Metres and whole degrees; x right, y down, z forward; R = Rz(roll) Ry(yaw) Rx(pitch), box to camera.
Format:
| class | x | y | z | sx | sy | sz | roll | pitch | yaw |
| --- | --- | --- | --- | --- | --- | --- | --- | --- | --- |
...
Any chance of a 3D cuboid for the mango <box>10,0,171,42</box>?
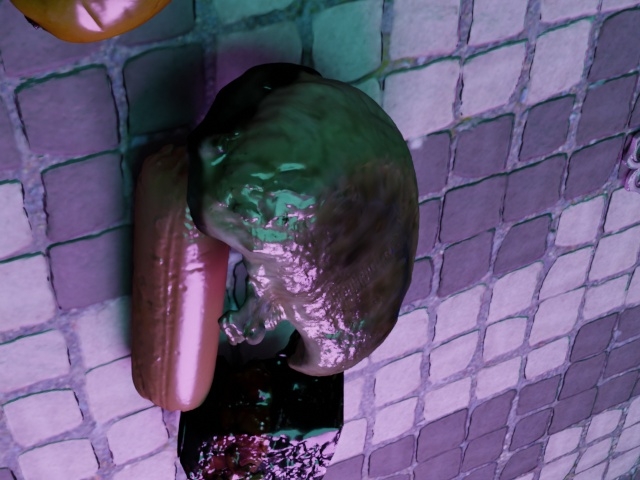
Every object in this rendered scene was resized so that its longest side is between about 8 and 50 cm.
| class | x | y | z | sx | sy | sz | roll | pitch | yaw |
| --- | --- | --- | --- | --- | --- | --- | --- | --- | --- |
| mango | -0.122 | -0.245 | 0.586 | 0.138 | 0.113 | 0.253 | 6 | 116 | -32 |

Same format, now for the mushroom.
| class | x | y | z | sx | sy | sz | roll | pitch | yaw |
| --- | --- | --- | --- | --- | --- | --- | --- | --- | --- |
| mushroom | 0.002 | 0.001 | 0.803 | 0.247 | 0.130 | 0.344 | -61 | 152 | -33 |

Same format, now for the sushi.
| class | x | y | z | sx | sy | sz | roll | pitch | yaw |
| --- | --- | --- | --- | --- | --- | --- | --- | --- | --- |
| sushi | -0.071 | 0.194 | 0.980 | 0.150 | 0.153 | 0.172 | 7 | 156 | -14 |

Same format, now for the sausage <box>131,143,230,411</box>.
| class | x | y | z | sx | sy | sz | roll | pitch | yaw |
| --- | --- | --- | --- | --- | --- | --- | --- | --- | --- |
| sausage | -0.129 | 0.044 | 0.851 | 0.086 | 0.086 | 0.289 | -10 | 130 | -27 |

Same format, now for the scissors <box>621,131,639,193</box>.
| class | x | y | z | sx | sy | sz | roll | pitch | yaw |
| --- | --- | --- | --- | --- | --- | --- | --- | --- | --- |
| scissors | 0.443 | -0.130 | 1.132 | 0.189 | 0.015 | 0.100 | -34 | 135 | -5 |
